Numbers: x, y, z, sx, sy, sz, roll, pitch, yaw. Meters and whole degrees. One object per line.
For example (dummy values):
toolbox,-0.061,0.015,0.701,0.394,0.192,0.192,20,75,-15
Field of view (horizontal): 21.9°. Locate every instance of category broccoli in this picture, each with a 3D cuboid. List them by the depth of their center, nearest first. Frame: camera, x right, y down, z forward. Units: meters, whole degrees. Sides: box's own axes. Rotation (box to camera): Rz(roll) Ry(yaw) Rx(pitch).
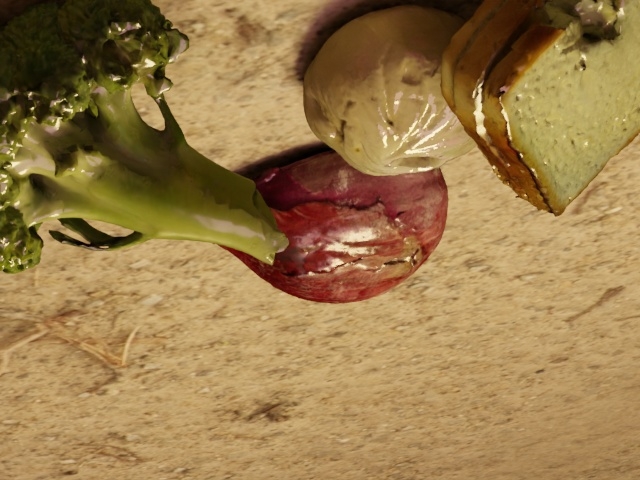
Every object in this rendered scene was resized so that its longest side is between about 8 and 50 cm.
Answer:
broccoli,-0.199,-0.103,1.445,0.302,0.186,0.254,-7,112,-11

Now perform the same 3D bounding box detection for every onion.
onion,0.000,0.000,1.772,0.284,0.120,0.227,-6,147,-13

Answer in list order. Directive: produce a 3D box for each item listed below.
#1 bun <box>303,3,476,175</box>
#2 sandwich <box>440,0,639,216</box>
bun,0.074,-0.125,1.560,0.178,0.128,0.193,3,151,-31
sandwich,0.238,-0.175,1.455,0.273,0.095,0.249,-46,149,-1
